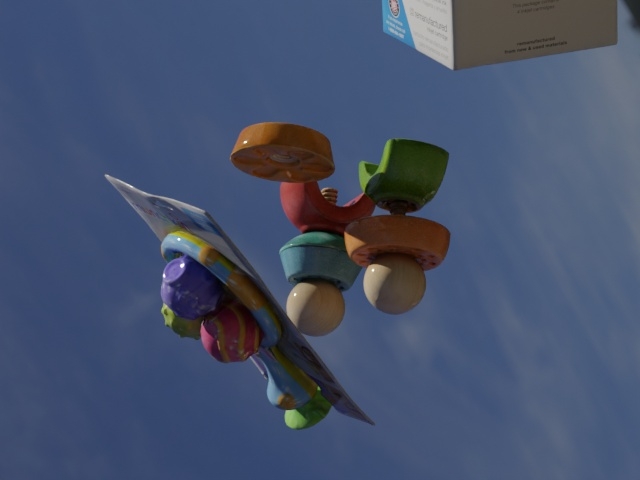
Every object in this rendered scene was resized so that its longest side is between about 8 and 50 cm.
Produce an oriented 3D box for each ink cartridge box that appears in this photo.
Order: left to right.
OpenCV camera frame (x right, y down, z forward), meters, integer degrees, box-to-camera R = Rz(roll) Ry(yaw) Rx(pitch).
[{"bbox_3d":[0.156,-0.294,1.735,0.171,0.168,0.233,-138,41,-62],"label":"ink cartridge box"}]

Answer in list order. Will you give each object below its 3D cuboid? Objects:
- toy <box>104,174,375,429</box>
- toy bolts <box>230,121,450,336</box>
[{"bbox_3d":[-0.070,0.060,1.396,0.137,0.056,0.237,19,155,50],"label":"toy"},{"bbox_3d":[0.000,0.000,1.886,0.218,0.228,0.158,11,-108,-15],"label":"toy bolts"}]
